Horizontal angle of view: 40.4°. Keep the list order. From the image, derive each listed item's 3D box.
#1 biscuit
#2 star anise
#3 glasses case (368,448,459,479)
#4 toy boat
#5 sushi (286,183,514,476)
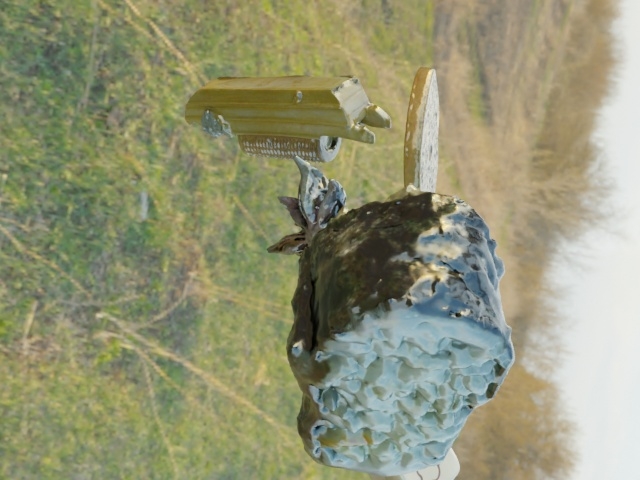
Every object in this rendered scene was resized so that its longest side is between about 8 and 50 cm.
[{"bbox_3d":[0.134,-0.118,1.162,0.142,0.029,0.220,-57,149,-58],"label":"biscuit"},{"bbox_3d":[0.000,0.000,1.127,0.061,0.204,0.180,-8,147,-46],"label":"star anise"},{"bbox_3d":[0.103,0.286,1.478,0.144,0.076,0.336,-31,90,-46],"label":"glasses case"},{"bbox_3d":[-0.053,-0.171,1.243,0.089,0.310,0.115,-49,136,-51],"label":"toy boat"},{"bbox_3d":[0.072,0.105,0.890,0.350,0.211,0.171,92,-1,-52],"label":"sushi"}]
